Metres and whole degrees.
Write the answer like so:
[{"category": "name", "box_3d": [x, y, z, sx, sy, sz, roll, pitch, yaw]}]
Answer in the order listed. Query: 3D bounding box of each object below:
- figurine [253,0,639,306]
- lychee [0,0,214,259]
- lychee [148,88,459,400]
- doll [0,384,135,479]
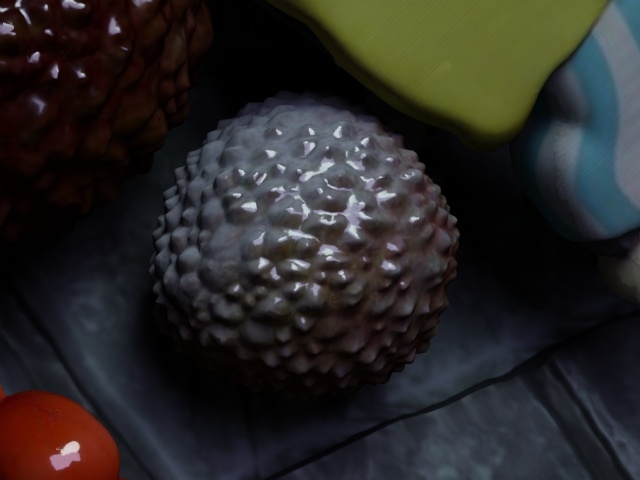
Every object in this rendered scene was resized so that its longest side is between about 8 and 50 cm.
[{"category": "figurine", "box_3d": [0.079, -0.189, 1.145, 0.266, 0.378, 0.361, -37, 115, -1]}, {"category": "lychee", "box_3d": [-0.183, -0.121, 0.992, 0.264, 0.264, 0.300, 13, 48, -12]}, {"category": "lychee", "box_3d": [0.000, 0.000, 1.033, 0.197, 0.165, 0.165, -24, 67, -26]}, {"category": "doll", "box_3d": [-0.113, 0.172, 0.882, 0.161, 0.130, 0.290, -28, 83, -20]}]
